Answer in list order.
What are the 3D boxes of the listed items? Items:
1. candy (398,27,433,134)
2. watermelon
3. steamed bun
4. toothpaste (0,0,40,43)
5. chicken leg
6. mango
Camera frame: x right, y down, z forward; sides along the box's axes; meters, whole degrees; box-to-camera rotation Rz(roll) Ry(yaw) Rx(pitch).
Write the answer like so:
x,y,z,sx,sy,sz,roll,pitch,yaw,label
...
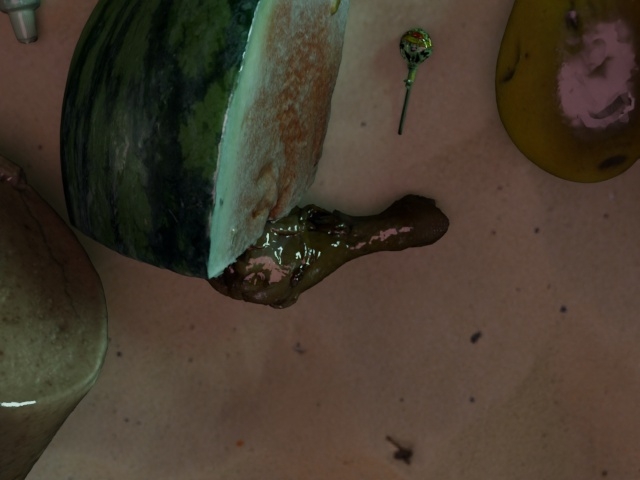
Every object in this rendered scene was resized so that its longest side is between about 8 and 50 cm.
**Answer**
x,y,z,sx,sy,sz,roll,pitch,yaw,label
0.066,-0.119,0.955,0.025,0.023,0.083,8,116,-8,candy
-0.066,-0.083,0.890,0.201,0.261,0.213,4,105,-28,watermelon
-0.295,0.044,0.923,0.301,0.199,0.251,44,133,7,steamed bun
-0.238,-0.244,0.924,0.049,0.031,0.204,-11,104,4,toothpaste
0.000,0.003,0.965,0.198,0.085,0.069,-9,118,-3,chicken leg
0.192,-0.138,0.903,0.137,0.098,0.195,-4,101,8,mango
